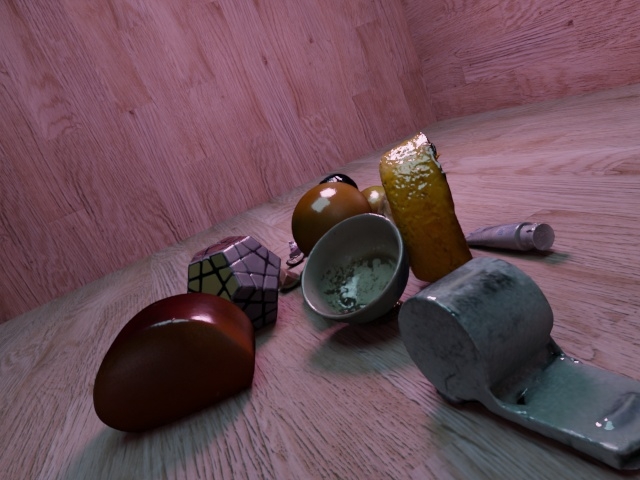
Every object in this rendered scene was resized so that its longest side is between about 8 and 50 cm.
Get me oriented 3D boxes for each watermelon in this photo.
[{"bbox_3d":[-0.111,0.130,1.521,0.092,0.072,0.084,-27,33,-31],"label":"watermelon"}]

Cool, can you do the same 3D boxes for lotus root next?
[{"bbox_3d":[-0.099,0.081,1.735,0.083,0.030,0.037,-27,-15,-26],"label":"lotus root"}]

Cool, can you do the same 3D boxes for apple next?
[{"bbox_3d":[0.219,-0.124,1.743,0.207,0.174,0.188,-37,12,6],"label":"apple"}]

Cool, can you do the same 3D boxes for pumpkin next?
[{"bbox_3d":[0.089,-0.176,2.038,0.247,0.248,0.248,-21,16,6],"label":"pumpkin"}]

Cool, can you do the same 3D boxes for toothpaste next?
[{"bbox_3d":[0.493,-0.013,1.187,0.114,0.073,0.299,-27,8,-13],"label":"toothpaste"}]

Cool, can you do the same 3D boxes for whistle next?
[{"bbox_3d":[0.293,0.184,0.685,0.168,0.188,0.405,-25,48,-26],"label":"whistle"}]

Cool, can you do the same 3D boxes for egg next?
[{"bbox_3d":[0.046,-0.066,1.552,0.282,0.283,0.351,-13,16,31],"label":"egg"}]

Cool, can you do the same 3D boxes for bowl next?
[{"bbox_3d":[0.107,0.090,1.088,0.289,0.146,0.289,-25,45,27],"label":"bowl"}]

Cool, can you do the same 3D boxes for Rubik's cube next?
[{"bbox_3d":[-0.259,0.137,1.335,0.319,0.319,0.264,-2,52,51],"label":"Rubik's cube"}]

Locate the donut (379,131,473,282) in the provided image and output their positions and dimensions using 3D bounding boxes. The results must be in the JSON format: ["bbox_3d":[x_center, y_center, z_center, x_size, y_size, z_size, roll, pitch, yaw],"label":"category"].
[{"bbox_3d":[0.270,-0.095,1.210,0.163,0.378,0.435,-19,11,12],"label":"donut"}]

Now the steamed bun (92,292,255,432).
[{"bbox_3d":[-0.353,0.272,1.057,0.379,0.248,0.235,-21,16,0],"label":"steamed bun"}]

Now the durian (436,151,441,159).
[{"bbox_3d":[0.439,-0.320,2.119,0.305,0.186,0.195,-29,-3,-35],"label":"durian"}]

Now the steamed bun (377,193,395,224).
[{"bbox_3d":[0.256,-0.108,1.525,0.110,0.213,0.231,3,3,-22],"label":"steamed bun"}]

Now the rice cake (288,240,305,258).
[{"bbox_3d":[0.002,0.002,1.766,0.290,0.081,0.051,-18,3,14],"label":"rice cake"}]

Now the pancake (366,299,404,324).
[{"bbox_3d":[0.160,0.178,1.096,0.114,0.011,0.115,-21,16,6],"label":"pancake"}]

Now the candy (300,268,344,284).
[{"bbox_3d":[0.009,0.135,1.282,0.104,0.102,0.234,-25,18,-11],"label":"candy"}]
